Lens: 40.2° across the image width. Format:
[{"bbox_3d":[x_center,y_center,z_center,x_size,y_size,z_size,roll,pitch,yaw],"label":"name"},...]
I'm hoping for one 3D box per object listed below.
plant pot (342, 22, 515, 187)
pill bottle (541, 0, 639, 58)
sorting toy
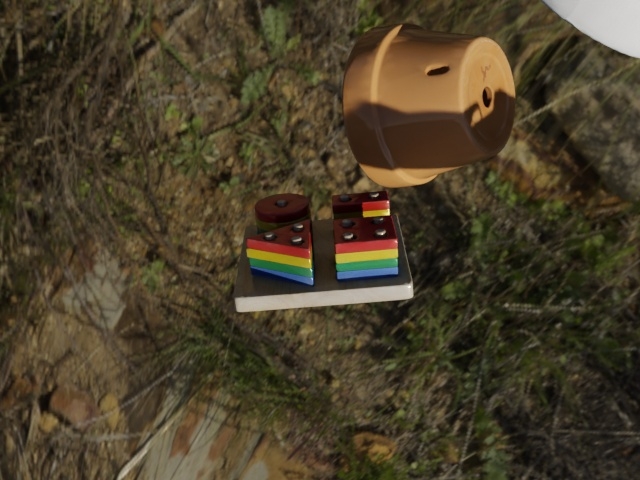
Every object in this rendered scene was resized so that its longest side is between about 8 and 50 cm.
[{"bbox_3d":[0.202,-0.237,1.512,0.291,0.203,0.290,-2,93,-51],"label":"plant pot"},{"bbox_3d":[0.301,-0.321,0.620,0.204,0.361,0.204,21,40,-18],"label":"pill bottle"},{"bbox_3d":[0.000,0.000,1.337,0.256,0.089,0.257,-5,25,2],"label":"sorting toy"}]
